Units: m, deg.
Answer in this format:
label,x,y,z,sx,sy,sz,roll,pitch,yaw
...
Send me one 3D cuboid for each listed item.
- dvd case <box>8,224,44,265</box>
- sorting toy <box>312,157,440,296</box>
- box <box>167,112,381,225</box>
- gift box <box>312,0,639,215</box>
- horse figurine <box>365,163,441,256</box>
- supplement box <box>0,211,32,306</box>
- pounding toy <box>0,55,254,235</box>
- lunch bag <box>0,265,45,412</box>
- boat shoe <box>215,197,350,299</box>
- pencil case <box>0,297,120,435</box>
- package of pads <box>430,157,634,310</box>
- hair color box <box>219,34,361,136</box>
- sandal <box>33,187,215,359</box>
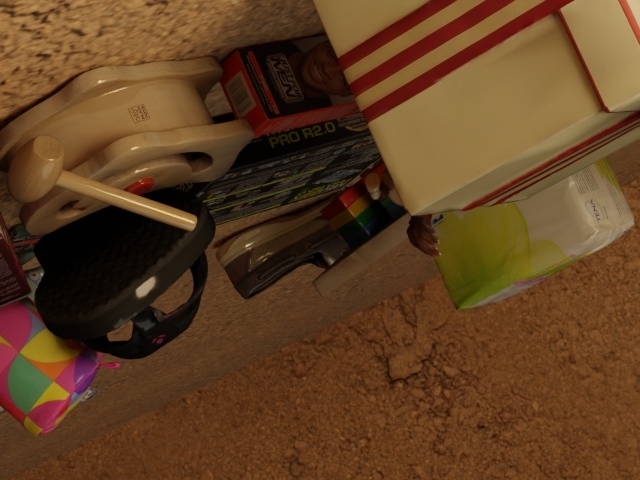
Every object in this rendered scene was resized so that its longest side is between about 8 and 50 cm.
label,x,y,z,sx,sy,sz,roll,pitch,yaw
dvd case,-0.323,0.008,1.693,0.119,0.013,0.087,-32,167,39
sorting toy,0.113,-0.076,1.888,0.255,0.089,0.257,-37,-177,46
box,-0.047,-0.087,1.688,0.270,0.060,0.216,-17,170,-31
gift box,0.187,-0.159,1.222,0.258,0.276,0.255,-31,174,31
horse figurine,0.086,-0.109,1.423,0.066,0.263,0.174,-1,170,15
supplement box,-0.290,-0.022,1.240,0.073,0.130,0.239,-22,172,-8
pounding toy,-0.167,-0.046,1.320,0.269,0.155,0.154,-14,163,-48
lunch bag,-0.425,0.135,1.738,0.223,0.160,0.262,-21,-175,-36
boat shoe,0.000,0.000,2.187,0.285,0.092,0.103,-21,170,-15
pencil case,-0.305,0.078,1.465,0.104,0.236,0.104,-51,177,-4
package of pads,0.248,-0.054,2.068,0.101,0.229,0.296,-16,168,-39
hair color box,-0.017,-0.141,1.418,0.141,0.072,0.043,-17,169,-41
sandal,-0.169,0.030,1.459,0.167,0.107,0.446,-33,-167,-5
